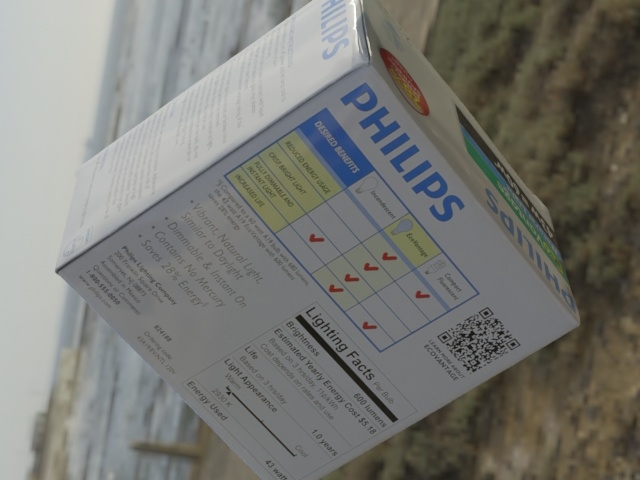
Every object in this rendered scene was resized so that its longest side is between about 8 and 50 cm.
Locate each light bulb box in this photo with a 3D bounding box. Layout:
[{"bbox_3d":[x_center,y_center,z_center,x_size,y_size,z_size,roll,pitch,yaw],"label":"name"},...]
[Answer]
[{"bbox_3d":[0.000,0.000,1.588,0.361,0.358,0.225,-33,27,17],"label":"light bulb box"}]
